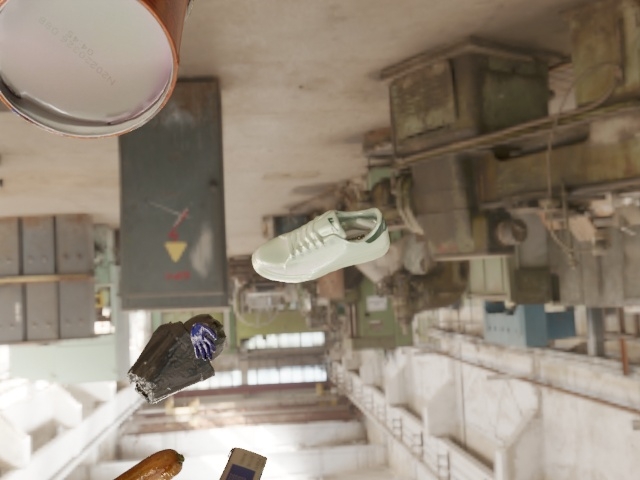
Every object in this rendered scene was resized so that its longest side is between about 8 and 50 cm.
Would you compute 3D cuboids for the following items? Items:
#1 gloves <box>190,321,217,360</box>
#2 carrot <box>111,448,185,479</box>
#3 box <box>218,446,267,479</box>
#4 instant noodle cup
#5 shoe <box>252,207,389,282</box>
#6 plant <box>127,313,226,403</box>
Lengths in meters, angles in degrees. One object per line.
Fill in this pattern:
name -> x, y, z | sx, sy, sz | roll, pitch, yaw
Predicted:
gloves -> -0.248, 0.215, 1.713 | 0.064, 0.086, 0.026 | -26, 158, 30
carrot -> -0.375, 0.492, 1.620 | 0.225, 0.067, 0.067 | -32, 176, 0
box -> -0.182, 0.526, 1.285 | 0.065, 0.343, 0.200 | 20, -158, 2
instant noodle cup -> -0.257, -0.247, 0.885 | 0.250, 0.192, 0.250 | -7, 135, -7
shoe -> 0.000, 0.000, 2.031 | 0.363, 0.132, 0.160 | -11, 148, -4
plant -> -0.344, 0.281, 1.940 | 0.256, 0.164, 0.142 | -36, -169, -30
